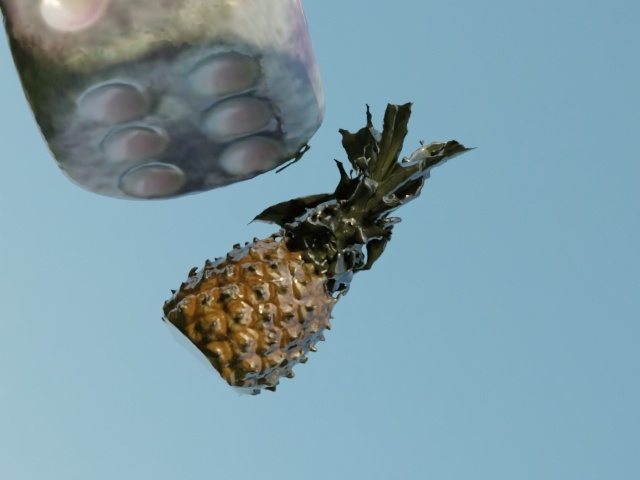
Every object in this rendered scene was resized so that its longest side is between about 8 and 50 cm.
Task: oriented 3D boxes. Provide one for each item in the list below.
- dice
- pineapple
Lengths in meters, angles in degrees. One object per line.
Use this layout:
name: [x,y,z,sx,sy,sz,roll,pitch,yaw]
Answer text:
dice: [-0.153,-0.215,1.574,0.270,0.270,0.271,72,3,-61]
pineapple: [0.000,0.002,1.710,0.165,0.364,0.165,41,-14,12]
